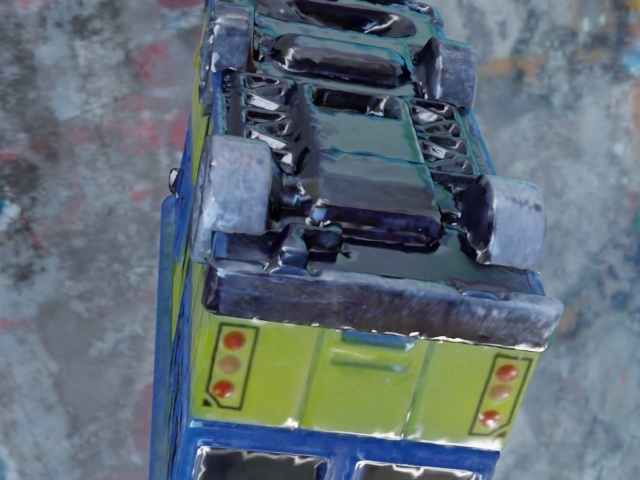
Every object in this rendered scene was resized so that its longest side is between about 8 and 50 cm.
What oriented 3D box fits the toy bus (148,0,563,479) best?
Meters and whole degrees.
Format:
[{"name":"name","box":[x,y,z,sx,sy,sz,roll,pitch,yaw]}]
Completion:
[{"name":"toy bus","box":[0.000,0.000,0.590,0.138,0.288,0.175,7,122,-10]}]
